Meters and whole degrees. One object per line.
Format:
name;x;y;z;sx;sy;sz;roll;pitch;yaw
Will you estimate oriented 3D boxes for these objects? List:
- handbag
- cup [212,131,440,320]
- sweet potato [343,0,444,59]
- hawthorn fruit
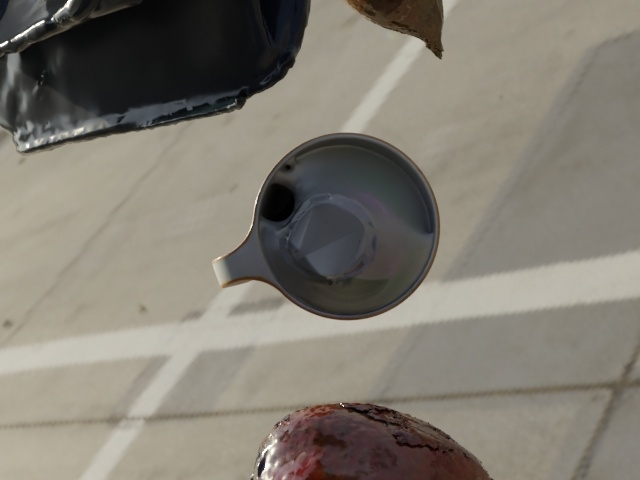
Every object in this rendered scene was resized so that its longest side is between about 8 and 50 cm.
handbag;-0.124;-0.229;0.752;0.303;0.122;0.329;-6;70;50
cup;0.000;0.000;1.369;0.226;0.182;0.264;-19;-3;-3
sweet potato;0.015;-0.214;0.845;0.068;0.226;0.068;-29;-9;-5
hawthorn fruit;0.058;0.205;0.997;0.235;0.181;0.181;-1;24;-3
